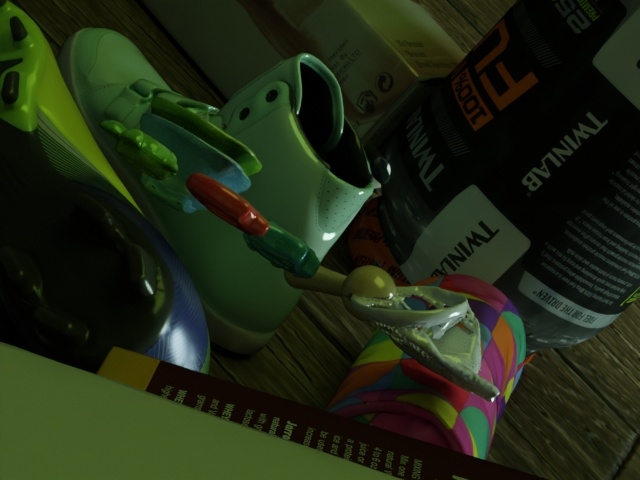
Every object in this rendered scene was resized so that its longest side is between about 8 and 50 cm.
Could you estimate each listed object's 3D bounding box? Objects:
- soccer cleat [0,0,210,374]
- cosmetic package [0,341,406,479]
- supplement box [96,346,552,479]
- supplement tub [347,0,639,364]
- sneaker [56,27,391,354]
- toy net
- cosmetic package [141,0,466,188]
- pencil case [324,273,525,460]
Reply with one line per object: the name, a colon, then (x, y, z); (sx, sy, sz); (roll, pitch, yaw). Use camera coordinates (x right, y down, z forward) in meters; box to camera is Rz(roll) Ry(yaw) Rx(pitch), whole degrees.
soccer cleat: (-0.144, -0.019, 0.816); (0.289, 0.093, 0.121); (54, -6, 36)
cosmetic package: (0.079, 0.212, 0.335); (0.453, 0.230, 0.161); (19, 21, 4)
supplement box: (-0.014, 0.158, 0.530); (0.194, 0.129, 0.191); (17, 24, 1)
supplement tub: (0.186, -0.070, 1.096); (0.207, 0.338, 0.207); (35, 23, -18)
sneaker: (-0.057, -0.074, 0.941); (0.094, 0.151, 0.256); (12, 36, -50)
toy net: (0.000, 0.000, 0.789); (0.232, 0.045, 0.122); (32, -9, 4)
cosmetic package: (-0.030, -0.185, 1.220); (0.296, 0.129, 0.153); (48, 24, 13)
pencil case: (0.058, 0.097, 0.906); (0.104, 0.104, 0.236); (43, 24, 0)
